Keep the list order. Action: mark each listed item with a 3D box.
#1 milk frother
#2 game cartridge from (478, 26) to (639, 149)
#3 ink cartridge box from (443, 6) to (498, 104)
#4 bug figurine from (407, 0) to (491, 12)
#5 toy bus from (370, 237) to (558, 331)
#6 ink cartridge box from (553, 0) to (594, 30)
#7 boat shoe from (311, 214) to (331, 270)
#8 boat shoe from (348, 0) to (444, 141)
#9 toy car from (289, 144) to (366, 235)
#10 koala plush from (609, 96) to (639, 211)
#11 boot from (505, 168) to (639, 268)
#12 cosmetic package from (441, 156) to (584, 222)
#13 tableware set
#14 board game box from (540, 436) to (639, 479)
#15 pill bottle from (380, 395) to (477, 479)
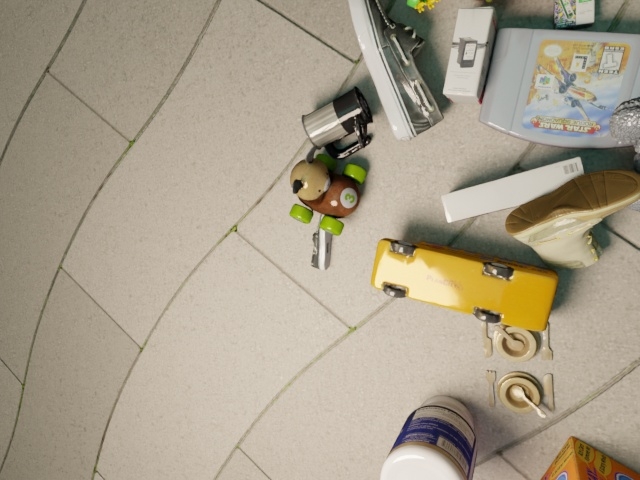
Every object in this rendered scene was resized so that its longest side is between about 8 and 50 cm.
[{"bbox_3d":[0.036,-0.236,0.957,0.135,0.143,0.129,-24,94,22],"label":"milk frother"},{"bbox_3d":[0.451,-0.267,0.818,0.297,0.062,0.198,13,98,20],"label":"game cartridge"},{"bbox_3d":[0.282,-0.341,0.854,0.063,0.109,0.150,13,102,23],"label":"ink cartridge box"},{"bbox_3d":[0.252,-0.551,0.859,0.216,0.072,0.279,-15,85,18],"label":"bug figurine"},{"bbox_3d":[0.276,0.075,0.899,0.332,0.130,0.108,13,103,22],"label":"toy bus"},{"bbox_3d":[0.450,-0.438,0.811,0.063,0.029,0.115,0,97,23],"label":"ink cartridge box"},{"bbox_3d":[0.000,0.000,1.056,0.040,0.049,0.142,9,102,23],"label":"boat shoe"},{"bbox_3d":[0.153,-0.373,0.917,0.119,0.121,0.335,-21,99,17],"label":"boat shoe"},{"bbox_3d":[-0.003,-0.118,0.942,0.149,0.188,0.155,22,83,20],"label":"toy car"},{"bbox_3d":[0.590,-0.143,0.661,0.203,0.221,0.196,-32,116,-10],"label":"koala plush"},{"bbox_3d":[0.456,-0.026,0.785,0.165,0.077,0.213,34,138,-30],"label":"boot"},{"bbox_3d":[0.359,-0.092,0.860,0.239,0.099,0.060,-15,93,25],"label":"cosmetic package"},{"bbox_3d":[0.398,0.260,0.919,0.128,0.039,0.194,-4,95,24],"label":"tableware set"},{"bbox_3d":[0.512,0.642,0.744,0.356,0.356,0.356,28,106,18],"label":"board game box"},{"bbox_3d":[0.224,0.416,0.893,0.153,0.264,0.153,3,97,24],"label":"pill bottle"}]
